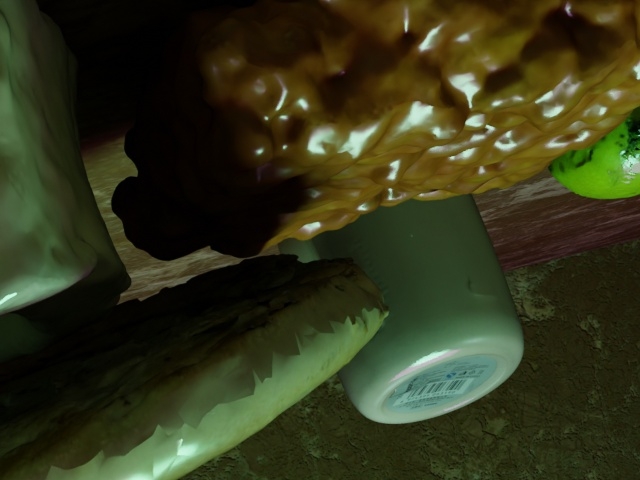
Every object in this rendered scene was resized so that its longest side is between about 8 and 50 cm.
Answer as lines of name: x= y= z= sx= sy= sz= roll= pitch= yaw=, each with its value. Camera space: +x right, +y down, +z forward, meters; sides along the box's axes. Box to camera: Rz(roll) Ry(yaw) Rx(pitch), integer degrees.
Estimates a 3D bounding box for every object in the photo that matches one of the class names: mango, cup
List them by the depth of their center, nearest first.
mango: x=0.271 y=-0.088 z=1.164 sx=0.119 sy=0.100 sz=0.178 roll=-17 pitch=180 yaw=-14
cup: x=0.063 y=0.047 z=1.174 sx=0.191 sy=0.200 sz=0.253 roll=-36 pitch=148 yaw=27

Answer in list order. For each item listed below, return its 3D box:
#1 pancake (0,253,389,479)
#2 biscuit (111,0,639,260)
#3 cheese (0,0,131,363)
pancake: x=-0.139 y=0.089 z=0.663 sx=0.382 sy=0.071 sz=0.382 roll=-20 pitch=-177 yaw=1
biscuit: x=0.041 y=-0.080 z=0.729 sx=0.312 sy=0.111 sz=0.318 roll=-15 pitch=173 yaw=-22
cheese: x=-0.244 y=-0.004 z=0.518 sx=0.332 sy=0.153 sz=0.292 roll=-15 pitch=172 yaw=-21
